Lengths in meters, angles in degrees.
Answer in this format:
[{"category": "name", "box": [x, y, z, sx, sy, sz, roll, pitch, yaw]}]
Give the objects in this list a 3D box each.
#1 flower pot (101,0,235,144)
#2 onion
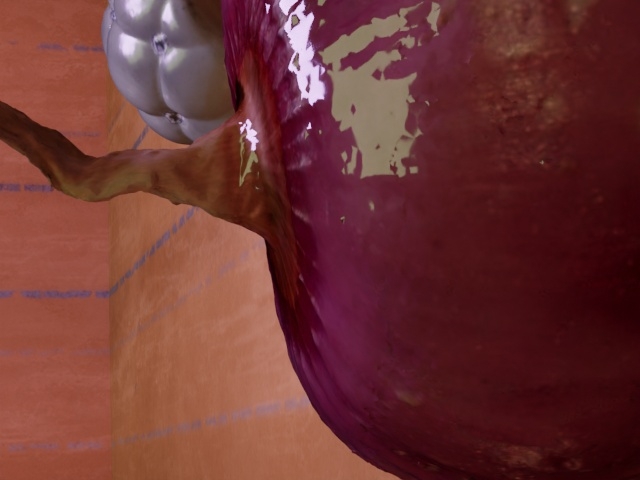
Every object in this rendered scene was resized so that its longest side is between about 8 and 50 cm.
[{"category": "flower pot", "box": [-0.082, -0.201, 1.238, 0.195, 0.246, 0.246, 145, 124, -68]}, {"category": "onion", "box": [0.057, -0.044, 0.668, 0.358, 0.345, 0.358, -14, -90, -74]}]
